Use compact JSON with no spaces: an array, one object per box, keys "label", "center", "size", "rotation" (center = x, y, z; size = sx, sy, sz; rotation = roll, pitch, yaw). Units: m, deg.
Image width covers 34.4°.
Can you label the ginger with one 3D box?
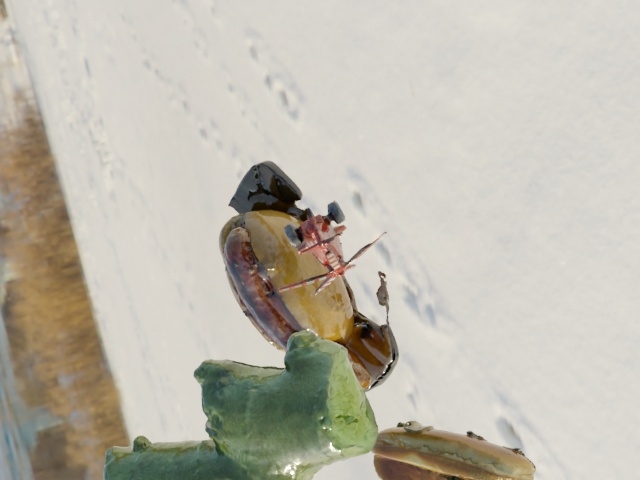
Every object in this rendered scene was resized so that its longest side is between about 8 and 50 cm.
[{"label":"ginger","center":[-0.076,0.174,0.880],"size":[0.137,0.290,0.089],"rotation":[40,-148,-13]}]

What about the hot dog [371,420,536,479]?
[{"label":"hot dog","center":[0.168,0.292,1.326],"size":[0.270,0.072,0.109],"rotation":[11,121,42]}]

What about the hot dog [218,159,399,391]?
[{"label":"hot dog","center":[-0.029,0.071,1.311],"size":[0.326,0.107,0.194],"rotation":[48,140,1]}]

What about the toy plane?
[{"label":"toy plane","center":[-0.007,0.004,1.081],"size":[0.077,0.126,0.194],"rotation":[61,-159,10]}]
